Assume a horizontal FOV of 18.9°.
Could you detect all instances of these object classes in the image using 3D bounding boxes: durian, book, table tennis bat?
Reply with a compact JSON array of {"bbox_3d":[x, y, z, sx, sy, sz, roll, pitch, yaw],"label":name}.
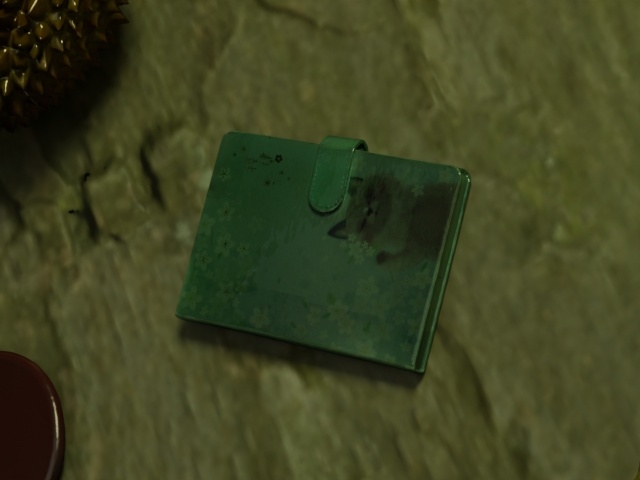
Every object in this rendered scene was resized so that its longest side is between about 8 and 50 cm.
[{"bbox_3d":[-0.175,-0.133,0.984,0.168,0.137,0.158,-57,46,20],"label":"durian"},{"bbox_3d":[0.000,0.000,0.913,0.135,0.017,0.103,11,83,30],"label":"book"},{"bbox_3d":[-0.166,0.129,0.971,0.098,0.019,0.155,-24,64,21],"label":"table tennis bat"}]

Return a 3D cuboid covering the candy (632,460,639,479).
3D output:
[{"bbox_3d":[0.222,0.186,0.708,0.297,0.081,0.187,42,99,19],"label":"candy"}]
